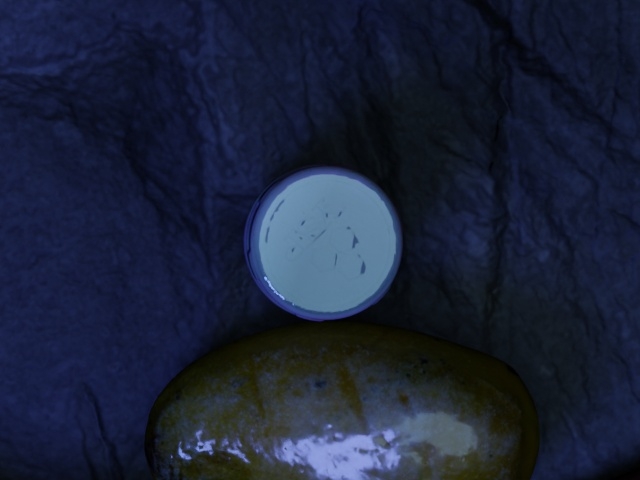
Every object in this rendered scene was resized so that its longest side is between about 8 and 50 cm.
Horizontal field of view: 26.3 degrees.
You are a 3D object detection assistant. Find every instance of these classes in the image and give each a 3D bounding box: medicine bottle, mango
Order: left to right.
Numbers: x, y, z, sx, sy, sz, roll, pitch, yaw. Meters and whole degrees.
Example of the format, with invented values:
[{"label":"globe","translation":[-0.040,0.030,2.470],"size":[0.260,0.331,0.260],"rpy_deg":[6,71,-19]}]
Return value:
[{"label":"medicine bottle","translation":[0.000,0.000,1.154],"size":[0.135,0.168,0.135],"rpy_deg":[0,90,-3]},{"label":"mango","translation":[0.020,0.160,1.169],"size":[0.329,0.175,0.176],"rpy_deg":[10,52,14]}]

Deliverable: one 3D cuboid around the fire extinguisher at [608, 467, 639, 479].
[{"label":"fire extinguisher","translation":[0.307,0.269,1.212],"size":[0.337,0.106,0.147],"rpy_deg":[-20,104,-2]}]
